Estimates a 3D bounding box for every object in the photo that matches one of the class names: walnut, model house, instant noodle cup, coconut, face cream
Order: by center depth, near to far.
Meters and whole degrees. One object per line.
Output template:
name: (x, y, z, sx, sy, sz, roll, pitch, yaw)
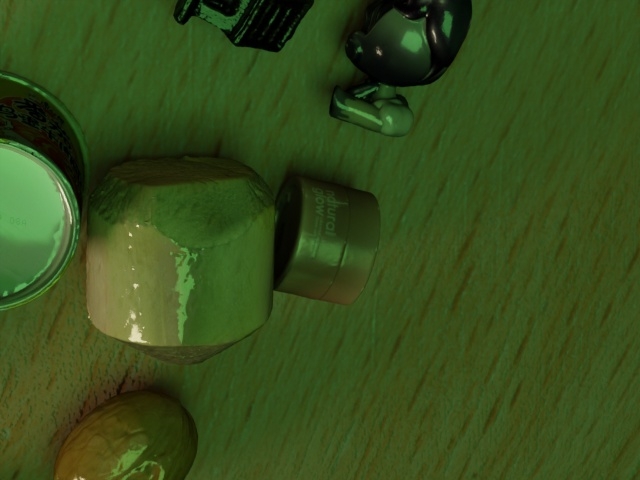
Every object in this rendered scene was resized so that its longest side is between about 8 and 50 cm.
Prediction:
instant noodle cup: (-0.383, -0.049, 1.624, 0.264, 0.200, 0.264, -5, 111, -14)
model house: (-0.074, -0.306, 1.653, 0.152, 0.106, 0.165, 28, 106, -20)
coconut: (-0.167, 0.032, 1.694, 0.239, 0.239, 0.244, -3, 105, -13)
face cream: (0.000, 0.000, 1.768, 0.104, 0.149, 0.149, 13, 107, -18)
walnut: (-0.250, 0.281, 1.814, 0.207, 0.159, 0.159, -46, 114, 6)

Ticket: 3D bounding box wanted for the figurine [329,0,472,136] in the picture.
figurine: (0.103, -0.232, 1.710, 0.145, 0.145, 0.222, 14, 111, -19)
